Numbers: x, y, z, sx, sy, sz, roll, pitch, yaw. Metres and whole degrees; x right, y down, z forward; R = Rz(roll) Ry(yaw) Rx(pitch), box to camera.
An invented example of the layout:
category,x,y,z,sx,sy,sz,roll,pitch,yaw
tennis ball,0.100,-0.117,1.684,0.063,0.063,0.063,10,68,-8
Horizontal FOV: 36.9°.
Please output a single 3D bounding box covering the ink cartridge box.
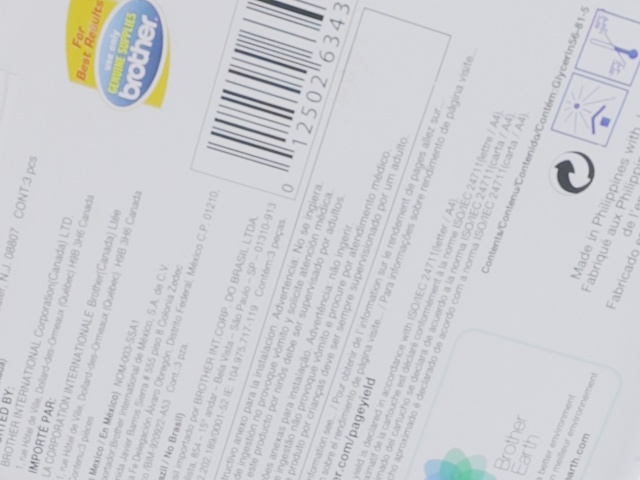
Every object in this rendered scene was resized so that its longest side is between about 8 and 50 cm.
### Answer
category,x,y,z,sx,sy,sz,roll,pitch,yaw
ink cartridge box,-0.038,-0.024,0.423,0.151,0.395,0.270,-102,-151,-73
